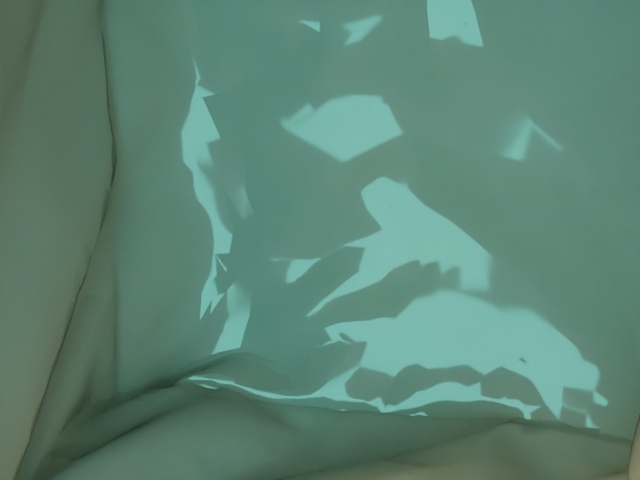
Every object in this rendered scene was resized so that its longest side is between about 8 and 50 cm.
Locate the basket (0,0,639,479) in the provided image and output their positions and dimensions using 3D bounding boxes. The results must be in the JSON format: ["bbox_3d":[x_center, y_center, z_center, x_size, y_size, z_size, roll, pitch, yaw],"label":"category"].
[{"bbox_3d":[0.000,0.000,0.615,0.331,0.266,0.328,4,111,14],"label":"basket"}]
